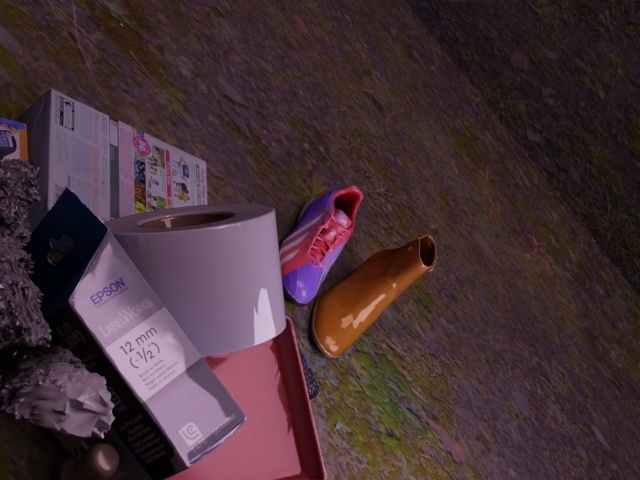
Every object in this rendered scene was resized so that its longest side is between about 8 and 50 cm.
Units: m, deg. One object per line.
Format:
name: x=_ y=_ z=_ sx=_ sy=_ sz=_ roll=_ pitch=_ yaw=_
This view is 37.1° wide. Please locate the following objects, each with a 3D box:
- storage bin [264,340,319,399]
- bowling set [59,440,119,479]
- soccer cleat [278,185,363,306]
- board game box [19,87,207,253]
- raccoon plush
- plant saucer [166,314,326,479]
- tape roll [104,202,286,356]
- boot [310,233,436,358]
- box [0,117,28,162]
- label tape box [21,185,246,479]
storage bin: x=-0.100 y=0.197 z=1.519 sx=0.084 sy=0.122 sz=0.180 roll=-23 pitch=83 yaw=-58
bowling set: x=-0.299 y=0.391 z=1.102 sx=0.200 sy=0.154 sz=0.287 roll=-13 pitch=76 yaw=-38
soccer cleat: x=0.000 y=0.000 z=1.825 sx=0.108 sy=0.116 sz=0.318 roll=48 pitch=33 yaw=-18
board game box: x=-0.312 y=-0.069 z=1.468 sx=0.303 sy=0.097 sz=0.224 roll=25 pitch=47 yaw=-41
raccoon plush: x=-0.332 y=0.034 z=1.049 sx=0.216 sy=0.446 sz=0.299 roll=43 pitch=61 yaw=-59
plant saucer: x=-0.141 y=0.254 z=1.377 sx=0.259 sy=0.048 sz=0.258 roll=-8 pitch=78 yaw=-24
tape roll: x=-0.174 y=0.050 z=1.309 sx=0.246 sy=0.246 sz=0.169 roll=-20 pitch=108 yaw=-58
boot: x=0.109 y=0.091 z=1.814 sx=0.104 sy=0.211 sz=0.295 roll=52 pitch=33 yaw=-12
box: x=-0.480 y=-0.142 z=1.337 sx=0.136 sy=0.028 sz=0.081 roll=13 pitch=51 yaw=-38
label tape box: x=-0.281 y=0.140 z=1.176 sx=0.347 sy=0.249 sz=0.115 roll=53 pitch=48 yaw=-2
